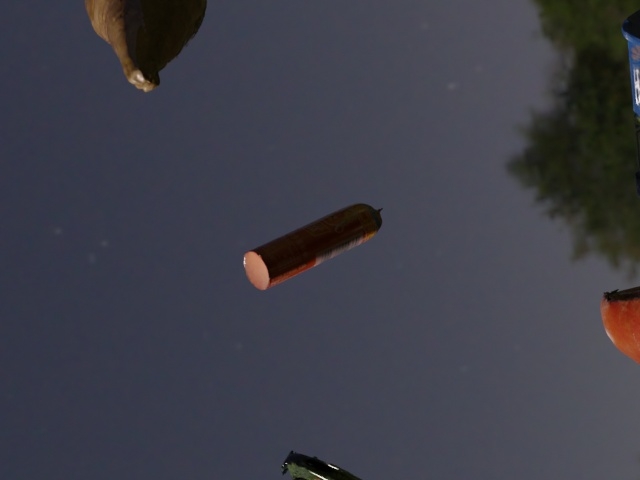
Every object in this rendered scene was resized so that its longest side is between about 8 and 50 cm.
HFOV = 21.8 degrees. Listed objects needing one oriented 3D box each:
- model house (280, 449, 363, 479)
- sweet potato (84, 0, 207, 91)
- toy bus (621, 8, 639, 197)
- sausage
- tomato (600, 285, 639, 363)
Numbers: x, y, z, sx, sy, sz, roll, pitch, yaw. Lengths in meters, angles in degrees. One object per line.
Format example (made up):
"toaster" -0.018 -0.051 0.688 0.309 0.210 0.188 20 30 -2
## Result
"model house" 0.040 0.284 1.220 0.154 0.207 0.294 -61 -12 -16
"sweet potato" -0.165 -0.236 1.572 0.336 0.131 0.131 -82 -28 -52
"toy bus" 0.358 -0.135 1.178 0.288 0.138 0.175 -35 -48 -25
"sausage" 0.000 0.000 1.298 0.129 0.034 0.034 -25 -76 -33
"tomato" 0.400 0.079 1.650 0.237 0.237 0.095 -7 -93 -71
